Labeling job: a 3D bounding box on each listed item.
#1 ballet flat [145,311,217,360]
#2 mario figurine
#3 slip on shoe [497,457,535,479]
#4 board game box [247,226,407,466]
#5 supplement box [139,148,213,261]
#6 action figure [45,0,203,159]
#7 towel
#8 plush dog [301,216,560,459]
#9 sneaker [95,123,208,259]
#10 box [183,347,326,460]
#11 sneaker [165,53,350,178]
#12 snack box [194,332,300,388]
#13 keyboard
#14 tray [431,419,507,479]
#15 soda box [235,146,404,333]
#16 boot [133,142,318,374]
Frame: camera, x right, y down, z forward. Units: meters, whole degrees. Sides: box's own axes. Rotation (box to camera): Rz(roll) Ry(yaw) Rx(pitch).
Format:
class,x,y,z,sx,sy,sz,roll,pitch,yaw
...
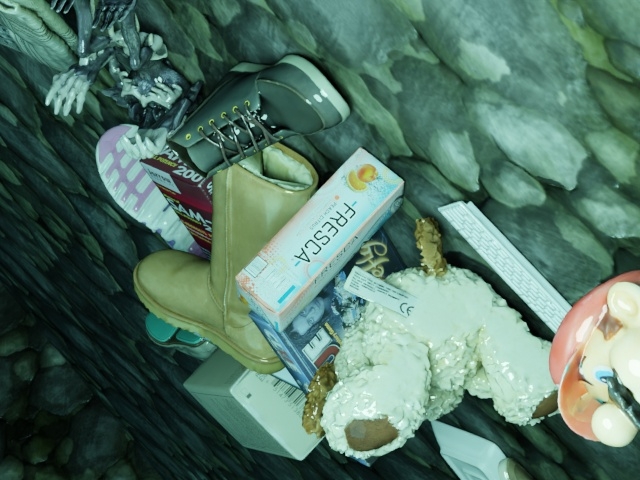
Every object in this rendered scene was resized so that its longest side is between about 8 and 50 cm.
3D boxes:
class,x,y,z,sx,sy,sz,roll,pitch,yaw
ballet flat,-0.211,0.156,2.671,0.068,0.072,0.213,48,163,-28
mario figurine,0.284,0.120,1.232,0.320,0.170,0.198,1,101,56
slip on shoe,0.262,0.309,1.986,0.041,0.051,0.135,-30,100,32
board game box,0.043,0.106,1.788,0.042,0.165,0.243,25,155,48
supplement box,-0.101,-0.020,1.980,0.130,0.073,0.239,23,153,48
action figure,-0.208,-0.165,1.774,0.164,0.141,0.275,21,152,29
towel,-0.413,-0.280,1.835,0.312,0.056,0.324,28,173,11
plush dog,0.091,0.110,1.659,0.225,0.262,0.210,129,129,-64
sneaker,-0.195,-0.046,2.119,0.236,0.095,0.104,46,171,-8
box,-0.079,0.215,2.384,0.148,0.121,0.311,46,166,-11
sneaker,-0.060,-0.108,1.594,0.083,0.118,0.222,50,162,-19
snack box,-0.037,0.143,2.094,0.207,0.070,0.174,29,175,-18
keyboard,0.206,0.058,1.552,0.256,0.014,0.072,46,163,-6
tray,0.241,0.339,2.120,0.270,0.030,0.145,52,161,-24
soda box,0.000,0.000,1.598,0.058,0.183,0.063,40,164,14
boot,-0.105,-0.010,1.831,0.236,0.089,0.269,28,136,24
